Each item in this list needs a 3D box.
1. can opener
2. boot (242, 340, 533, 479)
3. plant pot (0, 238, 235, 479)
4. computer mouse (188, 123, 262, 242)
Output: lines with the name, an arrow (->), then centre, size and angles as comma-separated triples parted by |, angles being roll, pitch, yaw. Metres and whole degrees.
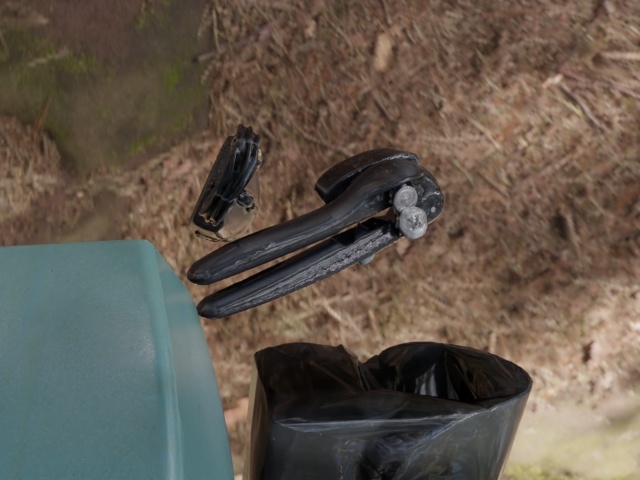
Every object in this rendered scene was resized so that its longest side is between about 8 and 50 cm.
can opener -> 0.000, 0.000, 0.777 | 0.186, 0.073, 0.059 | -31, 113, -23
boot -> 0.097, 0.286, 0.986 | 0.367, 0.146, 0.445 | -5, 112, -28
plant pot -> -0.133, 0.127, 0.648 | 0.166, 0.234, 0.165 | -4, 160, 6
computer mouse -> -0.051, -0.033, 0.777 | 0.041, 0.242, 0.071 | 24, 85, -7
